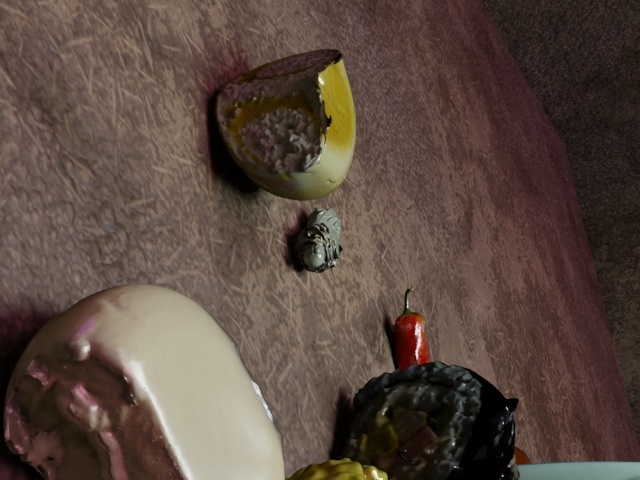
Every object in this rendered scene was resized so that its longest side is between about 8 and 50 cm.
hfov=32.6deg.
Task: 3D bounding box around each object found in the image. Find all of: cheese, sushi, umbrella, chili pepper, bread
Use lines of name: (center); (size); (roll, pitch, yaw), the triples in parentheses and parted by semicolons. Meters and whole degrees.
cheese: (-0.134, 0.166, 0.869); (0.266, 0.127, 0.233); (64, 24, -10)
sushi: (0.148, 0.284, 1.349); (0.238, 0.225, 0.218); (-40, 123, -33)
umbrella: (0.000, 0.000, 1.437); (0.143, 0.062, 0.067); (-69, 167, -69)
chili pepper: (0.137, 0.167, 1.639); (0.059, 0.050, 0.191); (8, 76, -70)
bread: (-0.037, -0.132, 1.358); (0.260, 0.158, 0.156); (-60, 138, -64)

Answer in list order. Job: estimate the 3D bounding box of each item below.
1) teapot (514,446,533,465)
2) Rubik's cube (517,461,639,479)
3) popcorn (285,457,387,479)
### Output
teapot: (0.280, 0.369, 1.700); (0.252, 0.135, 0.178); (54, 22, -38)
Rubik's cube: (0.379, 0.507, 1.442); (0.352, 0.351, 0.347); (49, 44, -46)
popcorn: (0.013, 0.327, 0.974); (0.233, 0.192, 0.266); (-71, 176, -75)
